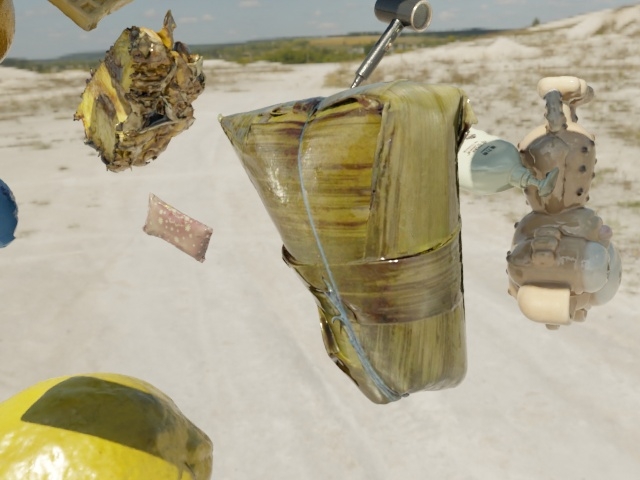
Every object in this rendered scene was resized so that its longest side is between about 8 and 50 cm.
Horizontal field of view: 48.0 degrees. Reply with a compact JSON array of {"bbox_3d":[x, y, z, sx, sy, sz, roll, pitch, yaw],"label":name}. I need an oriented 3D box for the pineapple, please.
[{"bbox_3d":[-0.240,-0.187,1.042,0.161,0.158,0.334,0,-20,-34],"label":"pineapple"}]

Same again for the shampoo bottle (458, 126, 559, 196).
[{"bbox_3d":[0.179,-0.078,0.761,0.077,0.045,0.152,-36,44,-23],"label":"shampoo bottle"}]

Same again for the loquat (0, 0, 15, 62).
[{"bbox_3d":[-0.461,-0.258,0.823,0.208,0.208,0.208,-2,15,0],"label":"loquat"}]

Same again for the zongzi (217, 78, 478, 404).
[{"bbox_3d":[0.000,0.000,0.547,0.112,0.220,0.242,-11,9,-44],"label":"zongzi"}]

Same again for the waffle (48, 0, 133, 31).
[{"bbox_3d":[-0.287,-0.326,0.911,0.097,0.023,0.152,39,43,-5],"label":"waffle"}]

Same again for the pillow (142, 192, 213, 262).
[{"bbox_3d":[-0.350,-0.026,1.739,0.185,0.118,0.043,28,33,8],"label":"pillow"}]

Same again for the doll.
[{"bbox_3d":[0.264,-0.038,0.789,0.119,0.278,0.154,2,11,30],"label":"doll"}]

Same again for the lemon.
[{"bbox_3d":[-0.293,0.291,0.836,0.316,0.285,0.285,13,15,-3],"label":"lemon"}]

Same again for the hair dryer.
[{"bbox_3d":[0.130,-0.447,1.627,0.128,0.255,0.070,33,-6,41],"label":"hair dryer"}]

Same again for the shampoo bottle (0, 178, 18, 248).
[{"bbox_3d":[-0.317,-0.015,0.491,0.259,0.103,0.061,-2,29,25],"label":"shampoo bottle"}]
